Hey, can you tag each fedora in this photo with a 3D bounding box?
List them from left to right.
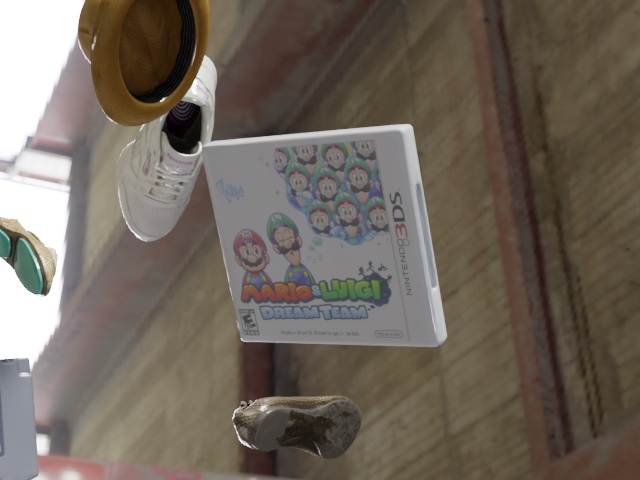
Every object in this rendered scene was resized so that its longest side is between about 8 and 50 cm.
[{"bbox_3d":[-0.195,-0.216,1.210,0.079,0.194,0.194,26,-73,27],"label":"fedora"}]

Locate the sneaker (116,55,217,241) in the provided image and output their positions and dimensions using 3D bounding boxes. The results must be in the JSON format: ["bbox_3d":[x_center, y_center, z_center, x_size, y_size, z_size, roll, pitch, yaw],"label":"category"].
[{"bbox_3d":[-0.227,-0.116,1.665,0.152,0.114,0.305,-102,-154,-56],"label":"sneaker"}]

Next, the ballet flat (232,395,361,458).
[{"bbox_3d":[-0.028,0.223,1.410,0.058,0.250,0.084,18,-87,33],"label":"ballet flat"}]

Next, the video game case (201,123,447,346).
[{"bbox_3d":[0.000,0.000,0.761,0.157,0.019,0.143,-2,-73,33],"label":"video game case"}]

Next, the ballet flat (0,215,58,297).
[{"bbox_3d":[-0.412,0.016,1.637,0.206,0.067,0.073,37,-60,40],"label":"ballet flat"}]

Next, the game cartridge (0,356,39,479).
[{"bbox_3d":[-0.529,0.263,1.543,0.060,0.294,0.196,-25,-110,58],"label":"game cartridge"}]
